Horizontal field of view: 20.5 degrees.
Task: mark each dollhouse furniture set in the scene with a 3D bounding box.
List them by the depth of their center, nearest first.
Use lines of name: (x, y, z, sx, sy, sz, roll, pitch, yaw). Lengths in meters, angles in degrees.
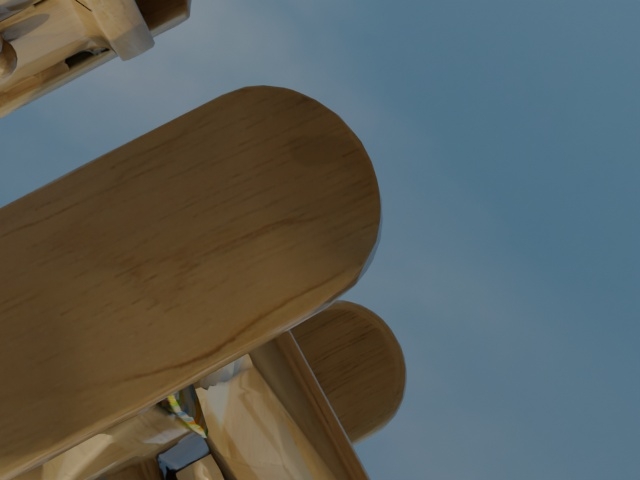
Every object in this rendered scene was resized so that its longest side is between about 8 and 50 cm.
dollhouse furniture set: (0.000, 0.000, 0.657, 0.256, 0.362, 0.394, -28, -103, -2)
